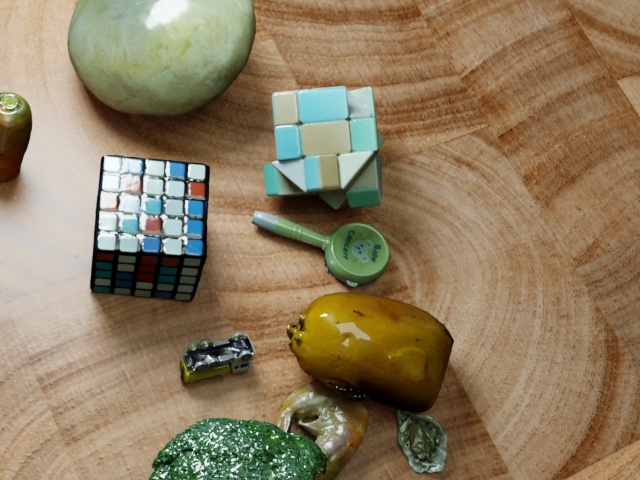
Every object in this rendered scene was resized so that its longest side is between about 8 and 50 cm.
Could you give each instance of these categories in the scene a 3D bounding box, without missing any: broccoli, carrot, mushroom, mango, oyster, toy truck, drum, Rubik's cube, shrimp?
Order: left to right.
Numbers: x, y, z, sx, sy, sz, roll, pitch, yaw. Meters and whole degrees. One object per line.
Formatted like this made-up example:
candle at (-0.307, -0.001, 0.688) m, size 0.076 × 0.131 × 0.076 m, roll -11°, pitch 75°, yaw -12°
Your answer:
carrot at (-0.530, -0.167, 1.776) m, size 0.087 × 0.193 × 0.087 m, roll 10°, pitch 53°, yaw -14°
Rubik's cube at (-0.286, -0.021, 1.771) m, size 0.182 × 0.187 × 0.184 m, roll 6°, pitch 63°, yaw -11°
mushroom at (-0.278, -0.376, 1.892) m, size 0.352 × 0.260 × 0.352 m, roll -10°, pitch 62°, yaw 20°
toy truck at (-0.174, 0.200, 1.766) m, size 0.123 × 0.062 × 0.052 m, roll -11°, pitch 47°, yaw -20°
broccoli at (-0.125, 0.387, 1.570) m, size 0.308 × 0.308 × 0.275 m, roll -25°, pitch 96°, yaw -23°
shrimp at (-0.014, 0.339, 1.744) m, size 0.150 × 0.068 × 0.248 m, roll 20°, pitch 57°, yaw 10°
drum at (-0.001, 0.019, 1.899) m, size 0.253 × 0.049 × 0.130 m, roll 6°, pitch 64°, yaw -11°
Rubik's cube at (0.006, -0.160, 1.898) m, size 0.224 × 0.265 × 0.212 m, roll -6°, pitch 92°, yaw 3°
mango at (0.086, 0.179, 1.789) m, size 0.287 × 0.152 × 0.201 m, roll 14°, pitch 25°, yaw -20°
oyster at (0.171, 0.345, 1.807) m, size 0.098 × 0.037 × 0.100 m, roll 8°, pitch 84°, yaw 10°
